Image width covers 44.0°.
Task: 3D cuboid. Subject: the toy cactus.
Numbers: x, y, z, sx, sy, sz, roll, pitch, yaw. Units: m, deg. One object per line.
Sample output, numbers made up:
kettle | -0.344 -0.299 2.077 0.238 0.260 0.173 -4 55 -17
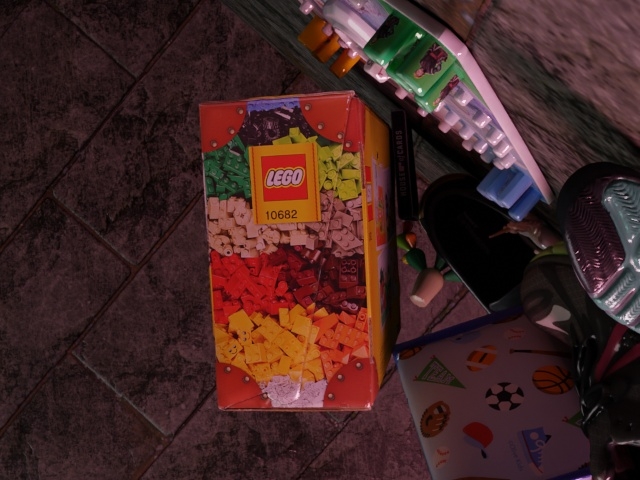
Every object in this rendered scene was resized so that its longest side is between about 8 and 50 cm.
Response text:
toy cactus | 0.223 0.050 1.499 0.219 0.180 0.112 24 151 22

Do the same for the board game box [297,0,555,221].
board game box | 0.044 -0.193 0.811 0.390 0.050 0.390 45 -173 29

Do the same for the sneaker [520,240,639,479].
sneaker | 0.321 0.148 0.811 0.185 0.202 0.483 39 -174 -23

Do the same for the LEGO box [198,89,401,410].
LEGO box | 0.000 0.000 1.155 0.193 0.372 0.500 -3 -177 10

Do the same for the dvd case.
dvd case | 0.152 -0.125 1.404 0.238 0.029 0.179 0 -95 -81

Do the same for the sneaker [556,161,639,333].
sneaker | 0.223 0.019 0.533 0.223 0.083 0.098 38 -168 -23

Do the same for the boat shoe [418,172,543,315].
boat shoe | 0.355 0.085 1.340 0.500 0.187 0.156 47 -167 6

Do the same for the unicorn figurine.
unicorn figurine | 0.325 -0.007 1.193 0.162 0.060 0.111 24 -173 -5

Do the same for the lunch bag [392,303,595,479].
lunch bag | 0.324 0.240 1.055 0.328 0.385 0.239 -103 -5 -56
